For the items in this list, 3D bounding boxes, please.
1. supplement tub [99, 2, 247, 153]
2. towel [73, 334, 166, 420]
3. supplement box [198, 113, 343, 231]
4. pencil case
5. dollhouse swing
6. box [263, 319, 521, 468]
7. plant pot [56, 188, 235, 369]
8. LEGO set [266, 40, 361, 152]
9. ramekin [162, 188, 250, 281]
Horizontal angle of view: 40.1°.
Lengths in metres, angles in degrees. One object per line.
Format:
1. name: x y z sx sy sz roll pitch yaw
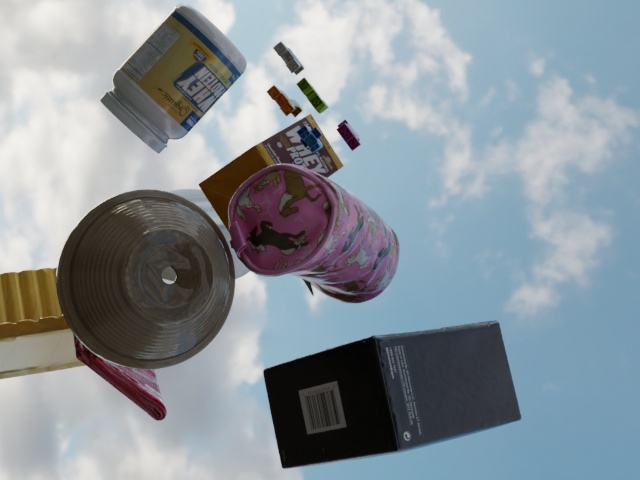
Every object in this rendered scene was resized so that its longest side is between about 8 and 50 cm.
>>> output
1. supplement tub: -0.227 -0.247 1.351 0.199 0.144 0.144 -48 -133 0
2. towel: -0.320 0.138 1.370 0.031 0.199 0.275 -33 -139 5
3. supplement box: -0.098 -0.131 1.761 0.191 0.194 0.129 -28 -83 42
4. pencil case: 0.000 0.000 1.306 0.160 0.386 0.167 28 -91 20
5. dollhouse swing: -0.543 0.116 1.734 0.305 0.347 0.315 112 -35 -51
6. box: 0.118 0.257 1.461 0.296 0.294 0.182 -24 -106 48
7. plant pot: -0.208 0.048 1.124 0.110 0.237 0.237 -9 -92 62
8. LEGO set: -0.024 -0.236 1.571 0.087 0.093 0.227 -37 -91 12
9. ramekin: -0.283 -0.018 2.015 0.277 0.277 0.135 34 -55 47
